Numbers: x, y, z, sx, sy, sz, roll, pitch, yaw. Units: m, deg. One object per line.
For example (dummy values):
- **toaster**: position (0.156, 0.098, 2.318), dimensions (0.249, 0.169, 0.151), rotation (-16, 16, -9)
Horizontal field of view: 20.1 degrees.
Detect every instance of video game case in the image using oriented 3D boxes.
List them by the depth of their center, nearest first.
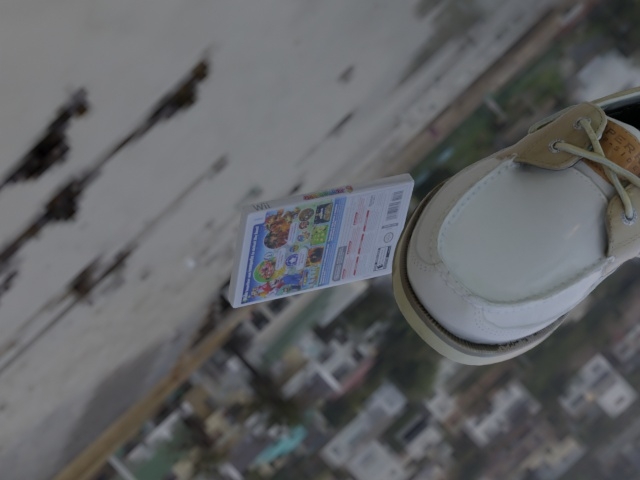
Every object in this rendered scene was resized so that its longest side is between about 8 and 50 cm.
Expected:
- **video game case**: position (0.000, 0.000, 1.206), dimensions (0.122, 0.011, 0.087), rotation (-12, 138, -24)

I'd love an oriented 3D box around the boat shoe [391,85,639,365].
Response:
- **boat shoe**: position (0.152, -0.031, 1.063), dimensions (0.302, 0.113, 0.103), rotation (-35, 170, -47)
